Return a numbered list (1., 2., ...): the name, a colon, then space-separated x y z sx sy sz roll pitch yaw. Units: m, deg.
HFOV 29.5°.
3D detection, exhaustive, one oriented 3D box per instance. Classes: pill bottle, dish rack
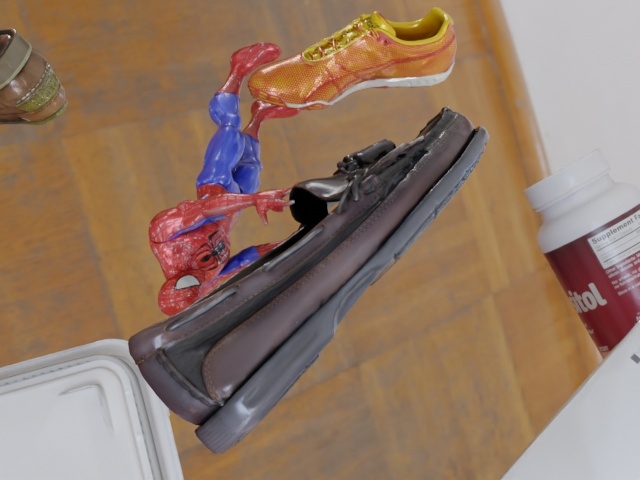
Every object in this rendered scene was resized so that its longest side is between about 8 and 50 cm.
1. pill bottle: 0.216 0.013 0.902 0.086 0.086 0.152 -26 86 -51
2. dish rack: -0.270 0.280 1.177 0.072 0.286 0.332 52 23 -81

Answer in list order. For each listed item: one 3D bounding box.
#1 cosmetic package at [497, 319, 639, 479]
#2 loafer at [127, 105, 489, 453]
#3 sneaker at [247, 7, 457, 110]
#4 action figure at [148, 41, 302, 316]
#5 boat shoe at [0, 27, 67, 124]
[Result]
1. cosmetic package: 0.169 0.183 0.747 0.138 0.224 0.225 41 0 12
2. loafer: 0.000 0.000 0.793 0.095 0.109 0.302 42 62 0
3. sneaker: 0.023 -0.150 0.971 0.175 0.064 0.067 -17 129 -14
4. action figure: -0.042 -0.048 0.932 0.280 0.139 0.091 -69 145 -43
5. boat shoe: -0.404 -0.177 1.419 0.104 0.307 0.110 45 72 -35
